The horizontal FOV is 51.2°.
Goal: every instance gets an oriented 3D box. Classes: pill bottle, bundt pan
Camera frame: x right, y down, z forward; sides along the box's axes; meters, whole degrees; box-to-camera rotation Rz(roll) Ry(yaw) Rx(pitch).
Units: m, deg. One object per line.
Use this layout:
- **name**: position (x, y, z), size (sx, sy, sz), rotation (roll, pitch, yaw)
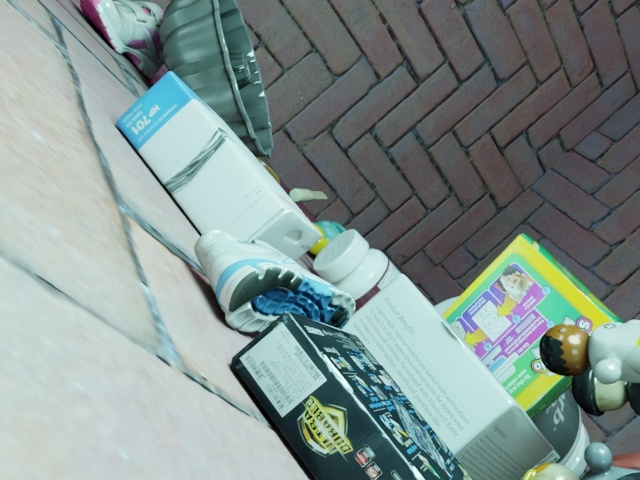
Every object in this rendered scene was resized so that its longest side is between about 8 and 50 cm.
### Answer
- **pill bottle**: position (0.094, 0.093, 1.187), size (0.221, 0.121, 0.121), rotation (47, 3, -18)
- **bundt pan**: position (-0.188, -0.293, 1.197), size (0.331, 0.124, 0.331), rotation (-14, 90, -85)
- **pill bottle**: position (0.297, 0.265, 1.091), size (0.363, 0.210, 0.210), rotation (47, 4, -37)

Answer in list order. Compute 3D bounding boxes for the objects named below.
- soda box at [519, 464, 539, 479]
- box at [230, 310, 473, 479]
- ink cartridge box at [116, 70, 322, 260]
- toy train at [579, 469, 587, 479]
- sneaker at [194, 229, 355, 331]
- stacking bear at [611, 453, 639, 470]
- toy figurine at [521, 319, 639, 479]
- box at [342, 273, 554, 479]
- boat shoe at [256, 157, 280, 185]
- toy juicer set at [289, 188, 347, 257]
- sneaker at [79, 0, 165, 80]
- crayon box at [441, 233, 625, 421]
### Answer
- **soda box**: position (0.281, 0.366, 0.709), size (0.286, 0.091, 0.098), rotation (50, 3, 25)
- **box**: position (0.041, 0.140, 0.470), size (0.175, 0.051, 0.220), rotation (50, 3, 18)
- **ink cartridge box**: position (-0.099, -0.060, 0.684), size (0.191, 0.082, 0.139), rotation (51, 4, 18)
- **toy train**: position (0.411, 0.413, 1.330), size (0.190, 0.142, 0.334), rotation (34, 13, -33)
- **sneaker**: position (-0.035, 0.037, 0.542), size (0.083, 0.071, 0.190), rotation (44, 0, 31)
- **stacking bear**: position (0.477, 0.469, 1.048), size (0.289, 0.164, 0.175), rotation (-18, 61, -46)
- **toy figurine**: position (0.278, 0.184, 0.614), size (0.148, 0.213, 0.209), rotation (-4, -27, 40)
- **box**: position (0.119, 0.161, 0.683), size (0.182, 0.119, 0.181), rotation (45, 5, -49)
- **boat shoe**: position (-0.169, -0.188, 1.483), size (0.207, 0.073, 0.073), rotation (55, -2, -24)
- **toy juicer set**: position (0.000, 0.000, 1.475), size (0.209, 0.089, 0.329), rotation (23, 32, -54)
- **sneaker**: position (-0.334, -0.390, 1.201), size (0.103, 0.111, 0.252), rotation (49, 3, 11)
- **crayon box**: position (0.231, 0.150, 0.866), size (0.165, 0.278, 0.081), rotation (51, 17, 31)
